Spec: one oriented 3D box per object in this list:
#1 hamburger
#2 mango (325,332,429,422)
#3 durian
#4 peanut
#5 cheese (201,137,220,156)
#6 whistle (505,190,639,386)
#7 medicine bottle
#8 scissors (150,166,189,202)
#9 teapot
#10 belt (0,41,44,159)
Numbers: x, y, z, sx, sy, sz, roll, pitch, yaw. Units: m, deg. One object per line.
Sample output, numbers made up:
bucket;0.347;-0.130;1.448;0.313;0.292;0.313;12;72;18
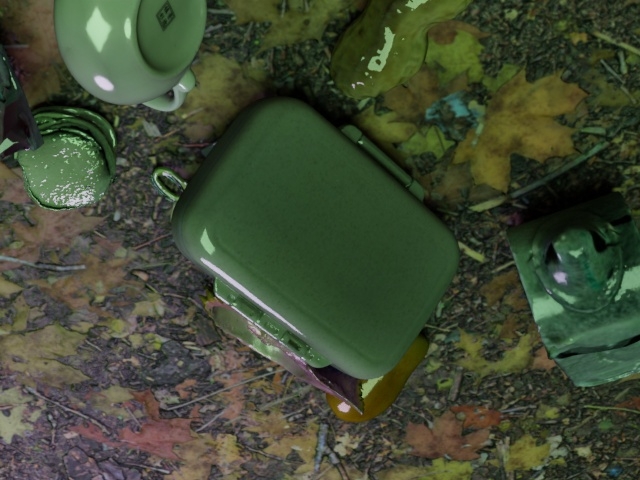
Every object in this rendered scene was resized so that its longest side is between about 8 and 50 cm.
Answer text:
hamburger;-0.331;-0.107;1.484;0.133;0.062;0.140;3;128;-4
mango;0.085;0.203;1.716;0.102;0.085;0.184;37;111;-26
durian;-0.058;0.118;1.624;0.186;0.154;0.260;-11;131;31
peanut;0.098;-0.263;1.374;0.103;0.098;0.229;-5;142;-54
cheese;-0.102;-0.093;1.527;0.067;0.026;0.121;-30;121;17
whistle;0.388;0.100;1.592;0.168;0.188;0.405;-20;125;11
medicine bottle;0.000;0.000;1.486;0.375;0.123;0.282;39;81;-26
scissors;-0.142;-0.038;1.557;0.133;0.020;0.187;-8;132;25
teapot;-0.223;-0.251;1.318;0.165;0.208;0.300;12;147;13
belt;-0.497;-0.140;1.369;0.295;0.207;0.160;-20;121;-7
